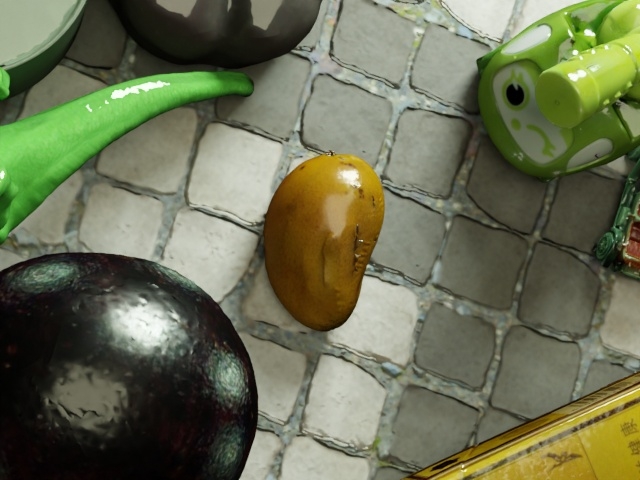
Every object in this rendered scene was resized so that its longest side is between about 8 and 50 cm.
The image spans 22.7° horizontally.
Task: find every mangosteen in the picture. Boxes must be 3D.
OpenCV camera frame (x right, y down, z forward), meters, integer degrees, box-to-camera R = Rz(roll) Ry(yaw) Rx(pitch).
[{"bbox_3d":[-0.187,0.149,1.270,0.288,0.288,0.288,1,84,-13],"label":"mangosteen"}]

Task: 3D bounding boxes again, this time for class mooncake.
[{"bbox_3d":[-0.091,-0.273,1.416,0.245,0.133,0.245,0,92,-14],"label":"mooncake"}]

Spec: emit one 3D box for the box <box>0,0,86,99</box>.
[{"bbox_3d":[-0.307,-0.234,1.348,0.226,0.149,0.226,1,84,-13],"label":"box"}]

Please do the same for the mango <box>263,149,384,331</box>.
[{"bbox_3d":[0.001,-0.002,1.428,0.105,0.084,0.159,11,82,-6],"label":"mango"}]

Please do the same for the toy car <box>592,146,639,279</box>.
[{"bbox_3d":[0.316,-0.031,1.516,0.073,0.054,0.143,22,79,-8],"label":"toy car"}]

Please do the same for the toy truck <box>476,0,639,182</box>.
[{"bbox_3d":[0.251,-0.148,1.436,0.187,0.210,0.148,-27,88,-16],"label":"toy truck"}]

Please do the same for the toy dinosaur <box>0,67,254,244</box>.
[{"bbox_3d":[-0.300,-0.001,1.350,0.500,0.374,0.144,-9,63,-51],"label":"toy dinosaur"}]

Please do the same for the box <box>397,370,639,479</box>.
[{"bbox_3d":[0.245,0.250,1.455,0.301,0.084,0.193,-23,89,-14],"label":"box"}]
